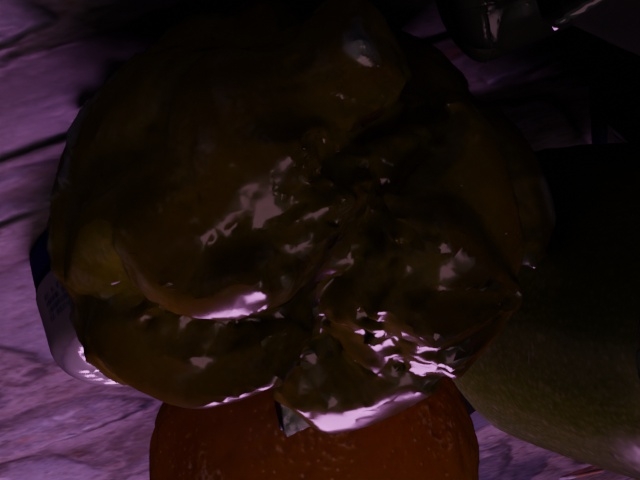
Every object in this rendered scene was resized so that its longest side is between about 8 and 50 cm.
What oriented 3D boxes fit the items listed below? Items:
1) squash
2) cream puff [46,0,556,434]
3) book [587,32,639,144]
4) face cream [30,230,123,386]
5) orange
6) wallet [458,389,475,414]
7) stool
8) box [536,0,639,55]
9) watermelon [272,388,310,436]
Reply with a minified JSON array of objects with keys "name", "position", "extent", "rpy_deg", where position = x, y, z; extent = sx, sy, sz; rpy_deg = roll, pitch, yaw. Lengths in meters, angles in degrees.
[{"name":"squash","position":[0.266,0.056,1.496],"extent":[0.263,0.263,0.384],"rpy_deg":[-9,-174,-18]},{"name":"cream puff","position":[0.000,0.000,1.408],"extent":[0.378,0.275,0.378],"rpy_deg":[-27,147,-19]},{"name":"book","position":[0.386,-0.019,1.564],"extent":[0.039,0.428,0.300],"rpy_deg":[-46,159,-11]},{"name":"face cream","position":[-0.138,0.043,1.683],"extent":[0.206,0.111,0.206],"rpy_deg":[-16,158,-7]},{"name":"orange","position":[-0.002,0.247,1.992],"extent":[0.341,0.293,0.340],"rpy_deg":[-15,155,-7]},{"name":"wallet","position":[0.120,0.171,2.231],"extent":[0.323,0.041,0.247],"rpy_deg":[-32,154,26]},{"name":"stool","position":[0.138,-0.183,1.398],"extent":[0.110,0.096,0.096],"rpy_deg":[-20,157,-7]},{"name":"box","position":[0.271,-0.278,1.079],"extent":[0.345,0.251,0.204],"rpy_deg":[-30,153,28]},{"name":"watermelon","position":[0.078,0.049,1.746],"extent":[0.305,0.180,0.224],"rpy_deg":[-26,153,2]}]
